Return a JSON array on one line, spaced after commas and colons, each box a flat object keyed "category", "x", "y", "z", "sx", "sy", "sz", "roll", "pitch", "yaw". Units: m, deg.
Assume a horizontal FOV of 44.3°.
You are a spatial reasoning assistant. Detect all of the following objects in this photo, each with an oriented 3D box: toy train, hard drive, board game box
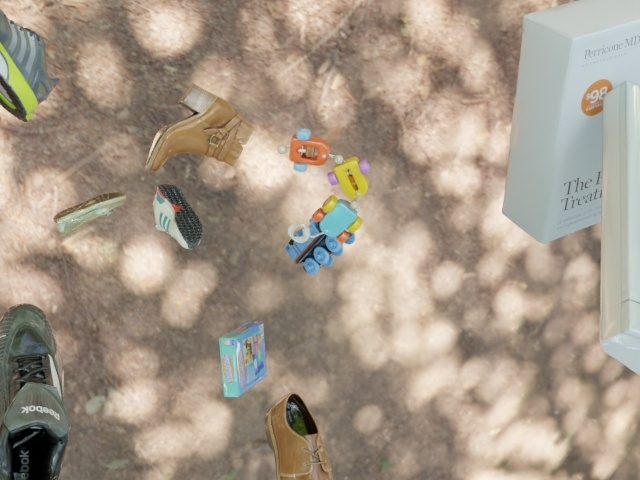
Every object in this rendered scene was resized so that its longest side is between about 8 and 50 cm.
[{"category": "toy train", "x": 0.000, "y": 0.000, "z": 1.771, "sx": 0.080, "sy": 0.105, "sz": 0.184, "roll": -28, "pitch": 166, "yaw": -45}, {"category": "hard drive", "x": 0.386, "y": 0.013, "z": 0.813, "sx": 0.233, "sy": 0.353, "sz": 0.047, "roll": 32, "pitch": 138, "yaw": -16}, {"category": "toy train", "x": 0.005, "y": -0.076, "z": 1.077, "sx": 0.125, "sy": 0.046, "sz": 0.166, "roll": 5, "pitch": 120, "yaw": 5}, {"category": "board game box", "x": -0.208, "y": 0.320, "z": 2.149, "sx": 0.210, "sy": 0.047, "sz": 0.160, "roll": -18, "pitch": 105, "yaw": -72}]

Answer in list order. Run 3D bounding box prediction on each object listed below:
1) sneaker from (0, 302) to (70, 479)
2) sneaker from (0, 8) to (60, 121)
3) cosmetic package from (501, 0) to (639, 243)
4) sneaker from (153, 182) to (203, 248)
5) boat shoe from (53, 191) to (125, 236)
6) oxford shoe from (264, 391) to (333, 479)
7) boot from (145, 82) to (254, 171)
[{"category": "sneaker", "x": -0.294, "y": 0.170, "z": 0.803, "sx": 0.078, "sy": 0.106, "sz": 0.234, "roll": 8, "pitch": 65, "yaw": -31}, {"category": "sneaker", "x": -0.589, "y": -0.373, "z": 1.459, "sx": 0.121, "sy": 0.111, "sz": 0.300, "roll": -52, "pitch": 146, "yaw": -33}, {"category": "cosmetic package", "x": 0.424, "y": -0.184, "z": 1.023, "sx": 0.377, "sy": 0.097, "sz": 0.284, "roll": -20, "pitch": 128, "yaw": -20}, {"category": "sneaker", "x": -0.278, "y": -0.033, "z": 1.511, "sx": 0.057, "sy": 0.161, "sz": 0.075, "roll": -5, "pitch": 140, "yaw": -40}, {"category": "boat shoe", "x": -0.477, "y": -0.057, "z": 1.645, "sx": 0.153, "sy": 0.056, "sz": 0.048, "roll": -25, "pitch": 115, "yaw": -15}, {"category": "oxford shoe", "x": -0.019, "y": 0.308, "z": 1.083, "sx": 0.076, "sy": 0.212, "sz": 0.076, "roll": -5, "pitch": 144, "yaw": -32}, {"category": "boot", "x": -0.232, "y": -0.183, "z": 1.512, "sx": 0.152, "sy": 0.073, "sz": 0.197, "roll": 34, "pitch": 95, "yaw": -22}]
